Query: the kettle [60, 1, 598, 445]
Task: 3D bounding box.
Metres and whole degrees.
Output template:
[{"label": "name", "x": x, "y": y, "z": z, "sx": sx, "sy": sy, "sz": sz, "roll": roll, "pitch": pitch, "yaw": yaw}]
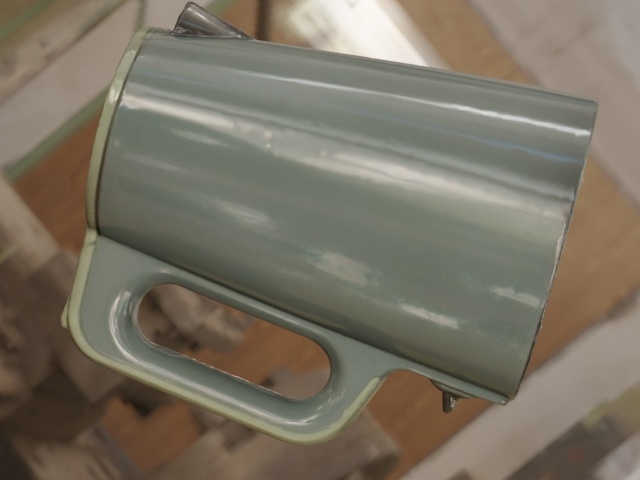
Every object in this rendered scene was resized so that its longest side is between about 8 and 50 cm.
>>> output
[{"label": "kettle", "x": 0.000, "y": 0.000, "z": 0.956, "sx": 0.243, "sy": 0.211, "sz": 0.160, "roll": 14, "pitch": 8, "yaw": 5}]
